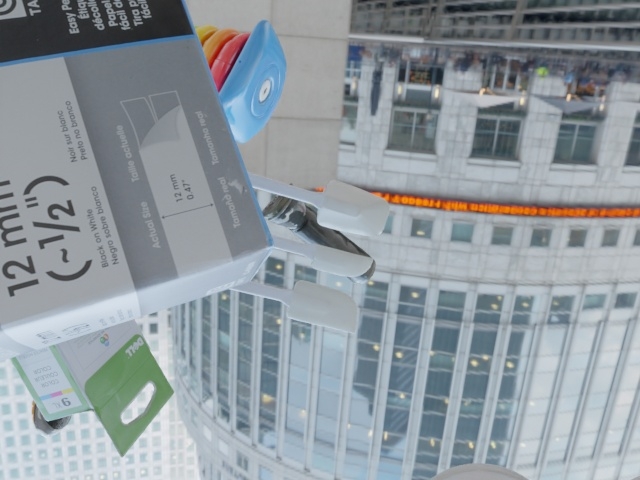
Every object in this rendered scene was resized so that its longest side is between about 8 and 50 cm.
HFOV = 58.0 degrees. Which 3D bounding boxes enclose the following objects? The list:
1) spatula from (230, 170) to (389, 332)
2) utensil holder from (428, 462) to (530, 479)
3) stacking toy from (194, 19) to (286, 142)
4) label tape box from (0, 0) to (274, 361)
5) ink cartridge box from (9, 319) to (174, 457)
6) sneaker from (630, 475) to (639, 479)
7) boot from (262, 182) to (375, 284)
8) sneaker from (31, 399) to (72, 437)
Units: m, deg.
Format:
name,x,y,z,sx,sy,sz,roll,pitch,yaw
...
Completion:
name,x,y,z,sx,sy,sz,roll,pitch,yaw
spatula,-0.051,-0.002,0.660,0.242,0.168,0.019,16,-176,-10
utensil holder,0.291,0.569,0.957,0.328,0.327,0.385,8,169,11
stacking toy,-0.221,-0.302,0.968,0.302,0.175,0.166,24,173,12
label tape box,-0.237,-0.047,0.382,0.348,0.249,0.115,-17,170,-21
ink cartridge box,-0.239,0.101,0.572,0.062,0.209,0.109,-19,-166,19
sneaker,0.502,0.447,0.752,0.105,0.295,0.147,-32,154,22
boot,0.002,-0.001,0.958,0.208,0.076,0.189,47,-170,-6
sneaker,-0.475,0.283,1.122,0.083,0.084,0.215,-19,-150,27
